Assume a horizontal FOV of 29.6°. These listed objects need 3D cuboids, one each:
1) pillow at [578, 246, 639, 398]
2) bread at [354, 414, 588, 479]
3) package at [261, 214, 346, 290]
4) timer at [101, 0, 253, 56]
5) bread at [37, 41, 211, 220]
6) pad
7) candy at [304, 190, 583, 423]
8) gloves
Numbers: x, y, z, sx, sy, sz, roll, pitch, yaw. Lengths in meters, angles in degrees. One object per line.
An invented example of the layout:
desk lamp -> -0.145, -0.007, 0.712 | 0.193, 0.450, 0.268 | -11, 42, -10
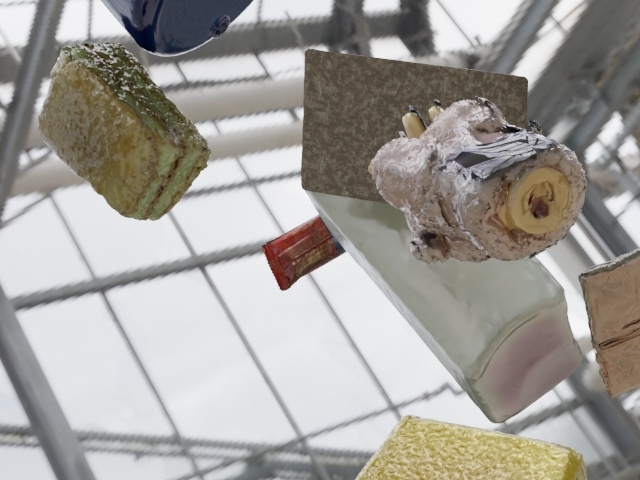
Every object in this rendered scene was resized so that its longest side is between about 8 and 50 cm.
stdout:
pillow -> 0.409, 0.108, 1.565 | 0.126, 0.043, 0.232 | -20, -53, 3
bread -> 0.196, 0.416, 1.759 | 0.333, 0.323, 0.143 | -46, -46, -43
package -> 0.000, 0.000, 1.856 | 0.200, 0.083, 0.022 | -30, -8, 27
timer -> -0.231, -0.420, 1.343 | 0.270, 0.383, 0.270 | -47, -10, -11
bread -> -0.231, -0.123, 1.392 | 0.102, 0.196, 0.138 | -23, -25, -46
pad -> 0.092, -0.108, 1.240 | 0.003, 0.235, 0.158 | -50, -34, -60
candy -> 0.136, 0.025, 1.386 | 0.145, 0.359, 0.208 | -39, -29, -2
gloves -> 0.094, -0.031, 0.716 | 0.110, 0.094, 0.144 | -25, 19, 4
